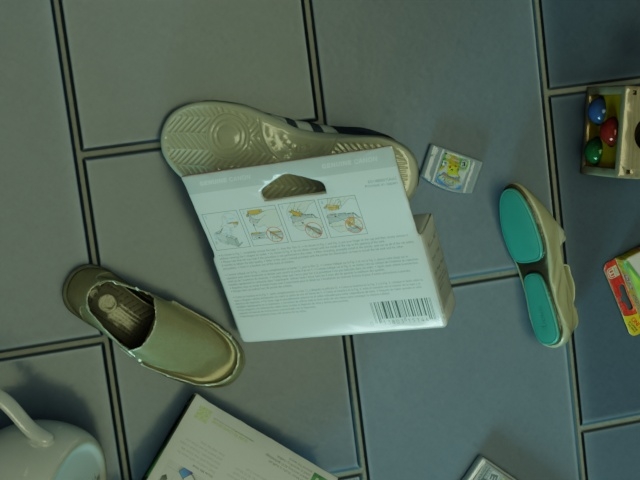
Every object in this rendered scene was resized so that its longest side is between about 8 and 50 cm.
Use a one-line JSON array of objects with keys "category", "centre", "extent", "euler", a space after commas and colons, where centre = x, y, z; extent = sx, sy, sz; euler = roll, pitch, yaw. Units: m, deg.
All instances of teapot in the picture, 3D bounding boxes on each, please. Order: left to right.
[{"category": "teapot", "centre": [-0.399, 0.334, 1.610], "extent": [0.187, 0.252, 0.256], "euler": [10, 73, 14]}]

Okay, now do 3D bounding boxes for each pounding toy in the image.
[{"category": "pounding toy", "centre": [0.437, -0.189, 1.751], "extent": [0.094, 0.181, 0.206], "euler": [2, 95, -13]}]

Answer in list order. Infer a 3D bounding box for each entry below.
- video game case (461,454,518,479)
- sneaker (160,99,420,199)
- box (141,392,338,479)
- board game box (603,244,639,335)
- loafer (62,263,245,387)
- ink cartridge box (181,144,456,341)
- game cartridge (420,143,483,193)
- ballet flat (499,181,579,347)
[{"category": "video game case", "centre": [0.248, 0.438, 1.857], "extent": [0.173, 0.022, 0.190], "euler": [36, 87, -14]}, {"category": "sneaker", "centre": [-0.036, -0.105, 1.694], "extent": [0.350, 0.148, 0.131], "euler": [14, 96, 10]}, {"category": "box", "centre": [-0.152, 0.400, 1.685], "extent": [0.232, 0.058, 0.322], "euler": [32, 70, -5]}, {"category": "board game box", "centre": [0.555, 0.036, 1.880], "extent": [0.259, 0.039, 0.124], "euler": [-26, 100, -6]}, {"category": "loafer", "centre": [-0.220, 0.124, 1.681], "extent": [0.268, 0.092, 0.102], "euler": [28, 89, -14]}, {"category": "ink cartridge box", "centre": [0.000, 0.000, 1.622], "extent": [0.296, 0.066, 0.261], "euler": [-6, 117, 24]}, {"category": "game cartridge", "centre": [0.185, -0.098, 1.790], "extent": [0.083, 0.017, 0.056], "euler": [17, 96, -14]}, {"category": "ballet flat", "centre": [0.320, 0.029, 1.810], "extent": [0.086, 0.086, 0.248], "euler": [-16, 101, -11]}]
